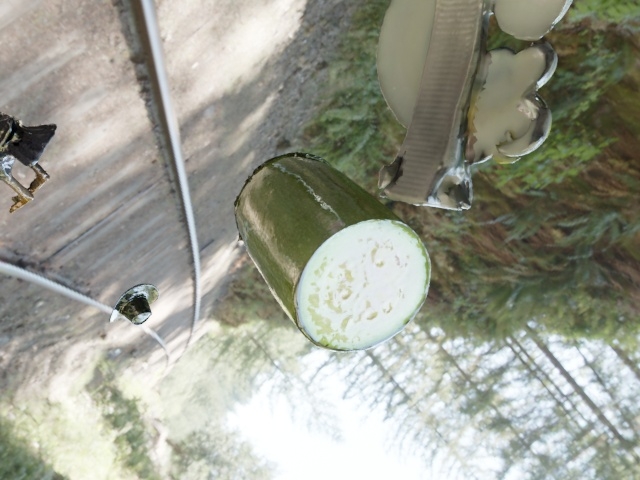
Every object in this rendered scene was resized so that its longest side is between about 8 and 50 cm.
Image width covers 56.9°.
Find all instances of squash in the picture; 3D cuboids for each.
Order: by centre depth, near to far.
[{"bbox_3d":[0.000,0.000,1.125,0.263,0.263,0.384,-40,-145,-1],"label":"squash"}]

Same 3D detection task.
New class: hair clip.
[{"bbox_3d":[0.075,-0.103,0.326,0.049,0.116,0.172,1,101,-50],"label":"hair clip"}]

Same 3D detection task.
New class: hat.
[{"bbox_3d":[-0.358,0.136,1.159,0.121,0.050,0.121,-37,165,-11],"label":"hat"}]

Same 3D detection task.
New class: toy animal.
[{"bbox_3d":[-0.565,-0.146,1.021,0.298,0.185,0.122,-15,-143,44],"label":"toy animal"}]
